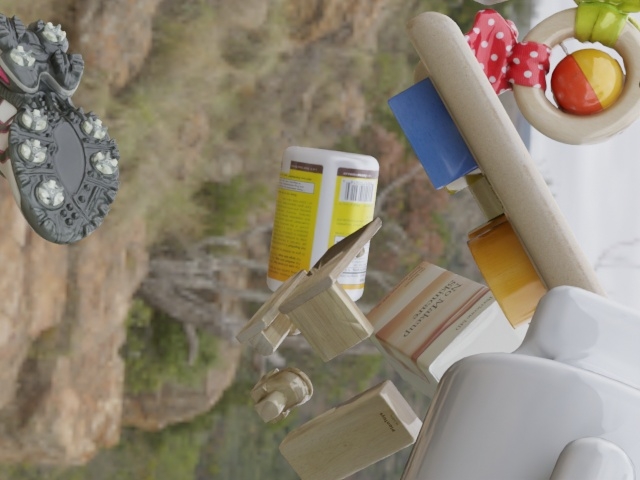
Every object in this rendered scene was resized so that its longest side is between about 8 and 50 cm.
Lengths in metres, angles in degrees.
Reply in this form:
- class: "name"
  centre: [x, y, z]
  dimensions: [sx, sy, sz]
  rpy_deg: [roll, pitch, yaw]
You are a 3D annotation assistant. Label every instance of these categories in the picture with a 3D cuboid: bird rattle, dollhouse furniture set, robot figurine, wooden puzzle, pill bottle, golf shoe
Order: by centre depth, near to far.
- class: "robot figurine"
  centre: [0.133, 0.209, 0.760]
  dimensions: [0.300, 0.200, 0.353]
  rpy_deg: [74, 38, -67]
- class: "dollhouse furniture set"
  centre: [0.020, 0.096, 1.032]
  dimensions: [0.151, 0.144, 0.123]
  rpy_deg: [53, 30, -7]
- class: "golf shoe"
  centre: [-0.263, -0.087, 1.145]
  dimensions: [0.120, 0.105, 0.273]
  rpy_deg: [-52, -137, 34]
- class: "wooden puzzle"
  centre: [0.155, -0.043, 1.174]
  dimensions: [0.322, 0.080, 0.348]
  rpy_deg: [62, 4, 1]
- class: "bird rattle"
  centre: [0.287, -0.208, 1.426]
  dimensions: [0.207, 0.253, 0.143]
  rpy_deg: [62, -4, 16]
- class: "pill bottle"
  centre: [0.000, 0.000, 1.457]
  dimensions: [0.117, 0.117, 0.215]
  rpy_deg: [-29, 126, -82]

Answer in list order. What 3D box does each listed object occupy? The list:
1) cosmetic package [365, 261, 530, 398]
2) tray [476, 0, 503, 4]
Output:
- class: "cosmetic package"
  centre: [0.184, 0.141, 1.732]
  dimensions: [0.129, 0.153, 0.296]
  rpy_deg: [50, -9, -17]
- class: "tray"
  centre: [0.117, -0.331, 1.421]
  dimensions: [0.145, 0.270, 0.030]
  rpy_deg: [-155, -94, -78]
